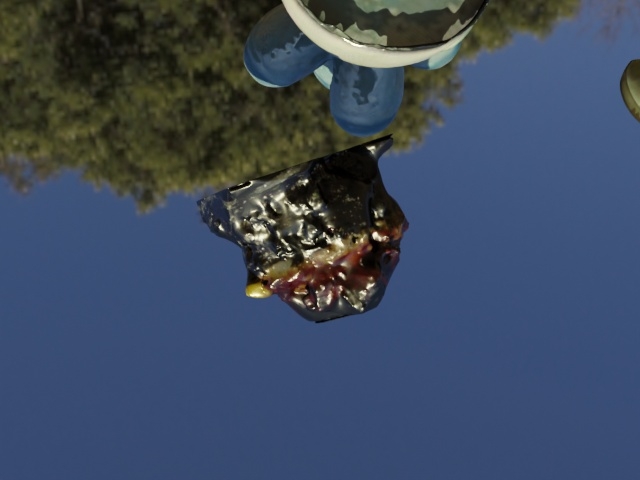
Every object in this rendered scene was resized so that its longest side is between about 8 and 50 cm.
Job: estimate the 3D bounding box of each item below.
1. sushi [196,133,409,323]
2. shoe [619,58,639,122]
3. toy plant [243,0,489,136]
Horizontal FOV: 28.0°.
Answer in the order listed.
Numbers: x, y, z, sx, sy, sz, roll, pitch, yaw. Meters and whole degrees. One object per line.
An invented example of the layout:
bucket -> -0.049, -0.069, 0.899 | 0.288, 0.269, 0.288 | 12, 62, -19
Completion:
sushi -> 0.000, 0.000, 1.232 | 0.172, 0.150, 0.153 | -20, -178, -17
shoe -> 0.476, -0.159, 1.560 | 0.103, 0.098, 0.275 | -10, -141, -37
toy plant -> 0.043, -0.242, 1.363 | 0.247, 0.332, 0.247 | 3, -107, -8
